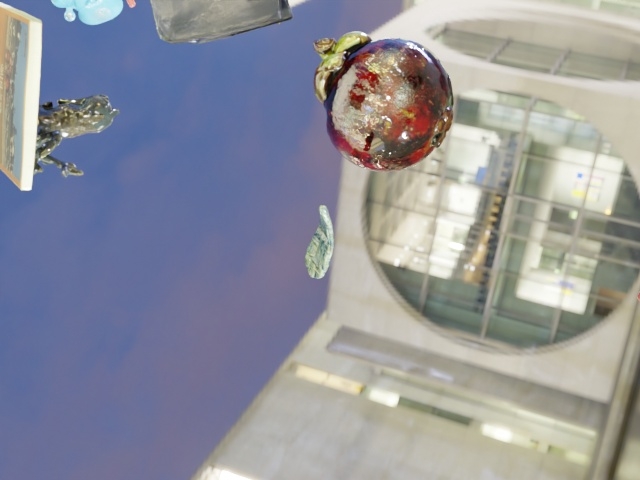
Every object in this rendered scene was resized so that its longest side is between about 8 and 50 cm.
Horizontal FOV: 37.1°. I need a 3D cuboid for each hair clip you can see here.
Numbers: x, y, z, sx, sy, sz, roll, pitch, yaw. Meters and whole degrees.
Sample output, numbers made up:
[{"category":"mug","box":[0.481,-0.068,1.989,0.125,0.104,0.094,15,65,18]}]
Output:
[{"category":"hair clip","box":[0.002,-0.001,1.878,0.036,0.066,0.229,-20,-29,-20]}]

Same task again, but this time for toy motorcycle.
[{"category":"toy motorcycle","box":[-0.385,-0.449,1.566,0.272,0.124,0.182,-106,-7,-72]}]

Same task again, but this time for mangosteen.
[{"category":"mangosteen","box":[0.131,-0.293,2.001,0.311,0.311,0.311,15,-90,-73]}]

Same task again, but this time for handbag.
[{"category":"handbag","box":[-0.224,-0.605,2.110,0.122,0.329,0.303,-33,-67,-67]}]

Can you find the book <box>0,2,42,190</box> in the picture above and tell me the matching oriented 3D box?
[{"category":"book","box":[-0.533,-0.259,1.586,0.028,0.374,0.262,-1,-71,-34]}]

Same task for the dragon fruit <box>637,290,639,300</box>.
[{"category":"dragon fruit","box":[0.589,0.067,1.480,0.172,0.160,0.166,-49,-46,8]}]

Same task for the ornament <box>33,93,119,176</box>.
[{"category":"ornament","box":[-0.438,-0.179,1.654,0.236,0.202,0.080,-130,30,-61]}]
